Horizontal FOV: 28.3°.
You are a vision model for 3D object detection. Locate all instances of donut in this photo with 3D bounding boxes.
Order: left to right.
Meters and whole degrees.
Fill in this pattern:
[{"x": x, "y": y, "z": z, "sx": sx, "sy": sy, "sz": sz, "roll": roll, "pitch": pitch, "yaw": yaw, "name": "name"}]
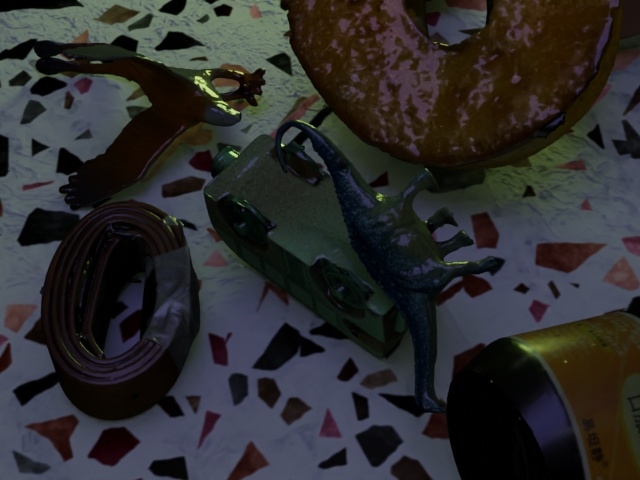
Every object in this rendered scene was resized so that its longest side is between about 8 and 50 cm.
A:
[{"x": 0.180, "y": -0.261, "z": 1.636, "sx": 0.435, "sy": 0.163, "sz": 0.377, "roll": 0, "pitch": 78, "yaw": 22, "name": "donut"}]

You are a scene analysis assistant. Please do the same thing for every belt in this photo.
[{"x": -0.234, "y": 0.079, "z": 1.511, "sx": 0.184, "sy": 0.105, "sz": 0.261, "roll": 4, "pitch": 52, "yaw": 7, "name": "belt"}]

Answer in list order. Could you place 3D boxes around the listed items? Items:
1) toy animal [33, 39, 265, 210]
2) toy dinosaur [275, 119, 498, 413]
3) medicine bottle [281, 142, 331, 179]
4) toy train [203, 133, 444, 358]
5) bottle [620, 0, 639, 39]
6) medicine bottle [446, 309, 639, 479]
[{"x": -0.233, "y": -0.203, "z": 1.749, "sx": 0.302, "sy": 0.225, "sz": 0.284, "roll": -5, "pitch": 30, "yaw": -13, "name": "toy animal"}, {"x": 0.089, "y": 0.002, "z": 1.378, "sx": 0.147, "sy": 0.076, "sz": 0.363, "roll": -29, "pitch": 82, "yaw": -3, "name": "toy dinosaur"}, {"x": -0.031, "y": -0.087, "z": 1.654, "sx": 0.083, "sy": 0.047, "sz": 0.047, "roll": 36, "pitch": 64, "yaw": 29, "name": "medicine bottle"}, {"x": 0.000, "y": 0.000, "z": 1.516, "sx": 0.326, "sy": 0.159, "sz": 0.129, "roll": 34, "pitch": 65, "yaw": 24, "name": "toy train"}, {"x": 0.392, "y": -0.408, "z": 1.788, "sx": 0.206, "sy": 0.173, "sz": 0.297, "roll": -31, "pitch": 42, "yaw": 32, "name": "bottle"}, {"x": 0.349, "y": 0.173, "z": 1.293, "sx": 0.395, "sy": 0.242, "sz": 0.242, "roll": -16, "pitch": 52, "yaw": -15, "name": "medicine bottle"}]
